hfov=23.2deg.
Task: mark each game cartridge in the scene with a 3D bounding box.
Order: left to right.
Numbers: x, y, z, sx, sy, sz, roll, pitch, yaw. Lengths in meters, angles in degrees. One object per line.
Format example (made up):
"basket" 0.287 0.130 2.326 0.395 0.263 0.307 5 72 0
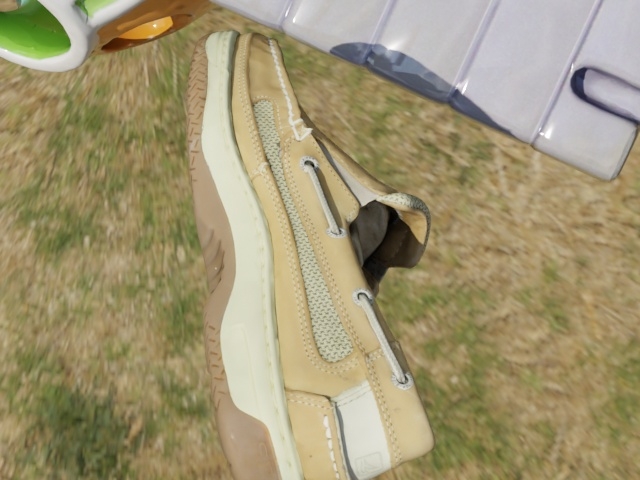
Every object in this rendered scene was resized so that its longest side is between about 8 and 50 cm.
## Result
"game cartridge" 0.088 -0.230 0.614 0.230 0.068 0.355 26 98 9

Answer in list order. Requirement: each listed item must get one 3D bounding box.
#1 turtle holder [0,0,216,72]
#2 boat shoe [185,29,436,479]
"turtle holder" -0.156 -0.240 0.836 0.320 0.243 0.227 43 65 -39
"boat shoe" 0.000 0.000 0.499 0.072 0.190 0.068 -14 141 4
